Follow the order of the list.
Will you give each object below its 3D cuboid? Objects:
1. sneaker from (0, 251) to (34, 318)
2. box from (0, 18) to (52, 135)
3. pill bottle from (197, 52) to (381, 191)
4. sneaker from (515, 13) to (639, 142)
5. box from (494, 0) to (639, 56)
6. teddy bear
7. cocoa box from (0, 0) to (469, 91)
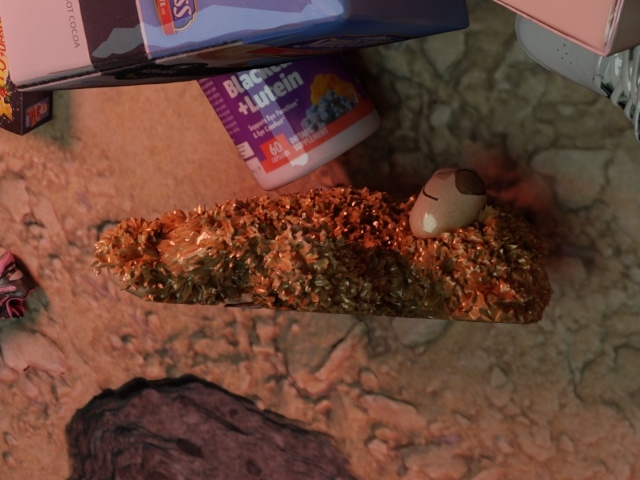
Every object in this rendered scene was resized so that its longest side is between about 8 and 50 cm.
[{"bbox_3d":[-0.319,0.063,1.506,0.057,0.047,0.119,42,132,-6],"label":"sneaker"},{"bbox_3d":[-0.308,-0.224,1.341,0.159,0.044,0.233,22,125,23],"label":"box"},{"bbox_3d":[-0.045,-0.144,1.166,0.108,0.108,0.193,-26,98,40],"label":"pill bottle"},{"bbox_3d":[0.213,-0.100,0.986,0.235,0.153,0.094,26,125,20],"label":"sneaker"},{"bbox_3d":[0.219,-0.192,0.846,0.094,0.275,0.113,35,130,37],"label":"box"},{"bbox_3d":[0.000,0.000,1.138,0.338,0.245,0.113,1,89,34],"label":"teddy bear"},{"bbox_3d":[-0.066,-0.282,0.954,0.228,0.231,0.347,-8,93,23],"label":"cocoa box"}]
